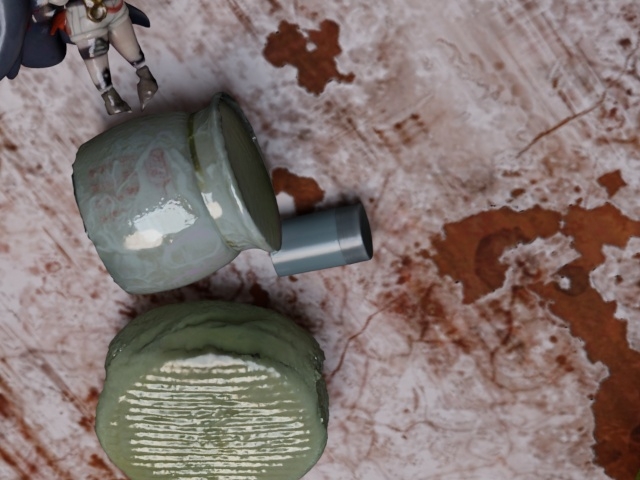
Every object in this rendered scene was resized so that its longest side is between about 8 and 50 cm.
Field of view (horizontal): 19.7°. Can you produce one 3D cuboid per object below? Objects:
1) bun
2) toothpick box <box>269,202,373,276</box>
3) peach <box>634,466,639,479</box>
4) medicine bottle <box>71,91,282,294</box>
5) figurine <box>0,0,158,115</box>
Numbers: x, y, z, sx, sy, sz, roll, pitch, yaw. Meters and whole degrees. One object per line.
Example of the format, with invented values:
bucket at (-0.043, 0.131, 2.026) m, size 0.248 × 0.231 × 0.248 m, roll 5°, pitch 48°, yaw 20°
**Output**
bun at (-0.099, 0.138, 1.670) m, size 0.221 × 0.108 × 0.221 m, roll 1°, pitch 127°, yaw 1°
toothpick box at (0.000, 0.000, 1.616) m, size 0.083 × 0.052 × 0.052 m, roll -11°, pitch 118°, yaw 11°
peach at (0.416, 0.275, 1.616) m, size 0.315 × 0.281 × 0.314 m, roll 24°, pitch 156°, yaw -4°
medicine bottle at (-0.116, -0.039, 1.549) m, size 0.143 × 0.147 × 0.147 m, roll -19°, pitch 116°, yaw 10°
figurine at (-0.223, -0.232, 1.438) m, size 0.197 × 0.175 × 0.265 m, roll 5°, pitch 112°, yaw 6°
